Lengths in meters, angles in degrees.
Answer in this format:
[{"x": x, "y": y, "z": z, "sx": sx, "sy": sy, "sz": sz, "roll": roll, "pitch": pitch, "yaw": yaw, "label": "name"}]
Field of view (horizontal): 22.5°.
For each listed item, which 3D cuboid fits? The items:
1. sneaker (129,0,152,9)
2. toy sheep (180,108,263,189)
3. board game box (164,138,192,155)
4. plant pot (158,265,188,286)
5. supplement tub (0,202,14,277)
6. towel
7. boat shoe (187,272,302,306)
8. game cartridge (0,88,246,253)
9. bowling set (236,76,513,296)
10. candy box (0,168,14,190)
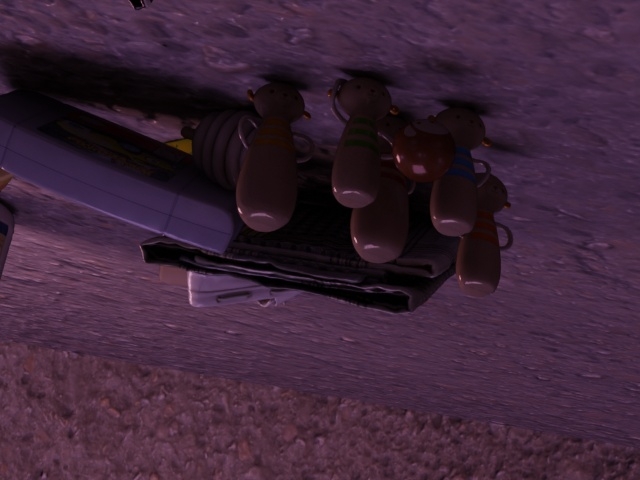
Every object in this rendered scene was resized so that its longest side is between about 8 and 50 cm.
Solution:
[{"x": -0.170, "y": -0.214, "z": 1.247, "sx": 0.109, "sy": 0.043, "sz": 0.040, "roll": 21, "pitch": 167, "yaw": -27, "label": "sneaker"}, {"x": -0.085, "y": -0.091, "z": 1.618, "sx": 0.132, "sy": 0.091, "sz": 0.091, "roll": 13, "pitch": 169, "yaw": 26, "label": "toy sheep"}, {"x": -0.143, "y": -0.077, "z": 1.828, "sx": 0.092, "sy": 0.043, "sz": 0.181, "roll": 21, "pitch": 165, "yaw": -33, "label": "board game box"}, {"x": -0.143, "y": -0.005, "z": 2.027, "sx": 0.109, "sy": 0.109, "sz": 0.096, "roll": 12, "pitch": 155, "yaw": 7, "label": "plant pot"}, {"x": -0.590, "y": 0.081, "z": 2.344, "sx": 0.228, "sy": 0.316, "sz": 0.228, "roll": 12, "pitch": 167, "yaw": 3, "label": "supplement tub"}, {"x": 0.000, "y": 0.000, "z": 1.782, "sx": 0.312, "sy": 0.056, "sz": 0.324, "roll": 11, "pitch": -166, "yaw": 14, "label": "towel"}, {"x": -0.061, "y": 0.039, "z": 1.873, "sx": 0.226, "sy": 0.076, "sz": 0.083, "roll": 0, "pitch": -165, "yaw": -32, "label": "boat shoe"}, {"x": -0.214, "y": -0.075, "z": 1.635, "sx": 0.294, "sy": 0.060, "sz": 0.196, "roll": 22, "pitch": -163, "yaw": 1, "label": "game cartridge"}, {"x": 0.083, "y": -0.080, "z": 1.444, "sx": 0.287, "sy": 0.154, "sz": 0.200, "roll": 18, "pitch": 148, "yaw": -18, "label": "bowling set"}, {"x": -0.524, "y": -0.048, "z": 1.864, "sx": 0.316, "sy": 0.087, "sz": 0.183, "roll": -21, "pitch": 179, "yaw": -21, "label": "candy box"}]
